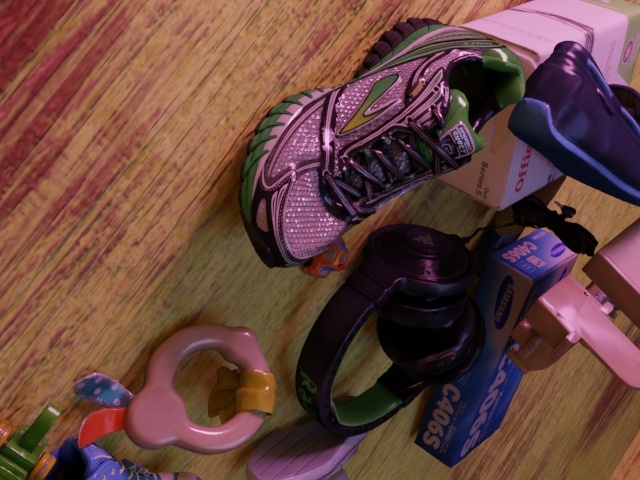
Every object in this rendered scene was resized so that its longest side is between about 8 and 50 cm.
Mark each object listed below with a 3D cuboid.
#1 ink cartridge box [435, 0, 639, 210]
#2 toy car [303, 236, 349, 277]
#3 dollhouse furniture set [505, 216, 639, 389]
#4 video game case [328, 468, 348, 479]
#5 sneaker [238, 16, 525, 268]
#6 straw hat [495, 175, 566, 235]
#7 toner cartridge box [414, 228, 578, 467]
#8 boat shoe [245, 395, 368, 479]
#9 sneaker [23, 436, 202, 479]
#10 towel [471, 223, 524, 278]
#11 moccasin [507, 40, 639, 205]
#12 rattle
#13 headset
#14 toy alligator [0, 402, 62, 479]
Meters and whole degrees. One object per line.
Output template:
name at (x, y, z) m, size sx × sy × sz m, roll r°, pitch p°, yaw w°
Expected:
ink cartridge box at (0.267, -0.179, 1.185) m, size 0.273 × 0.114 × 0.198 m, roll -26°, pitch 134°, yaw -42°
toy car at (0.000, 0.000, 1.028) m, size 0.060 × 0.040 × 0.122 m, roll -51°, pitch 147°, yaw -13°
dollhouse furniture set at (0.364, 0.147, 1.272) m, size 0.303 × 0.174 × 0.355 m, roll -32°, pitch 161°, yaw -29°
video game case at (-0.046, 0.502, 1.375) m, size 0.300 × 0.036 × 0.329 m, roll -44°, pitch 144°, yaw -24°
sneaker at (0.060, -0.099, 0.918) m, size 0.343 × 0.146 × 0.134 m, roll -45°, pitch 130°, yaw -24°
straw hat at (0.260, -0.082, 1.300) m, size 0.061 × 0.144 × 0.144 m, roll 35°, pitch 84°, yaw -16°
toner cartridge box at (0.261, 0.162, 1.458) m, size 0.165 × 0.075 × 0.348 m, roll -24°, pitch 138°, yaw -50°
boat shoe at (-0.007, 0.268, 1.194) m, size 0.226 × 0.083 × 0.076 m, roll -19°, pitch 129°, yaw -48°
sneaker at (-0.189, 0.240, 0.913) m, size 0.240 × 0.091 × 0.126 m, roll -12°, pitch 124°, yaw -49°
towel at (0.256, -0.001, 1.394) m, size 0.119 × 0.029 × 0.067 m, roll -55°, pitch 151°, yaw -9°
moccasin at (0.330, -0.118, 1.085) m, size 0.342 × 0.137 × 0.117 m, roll 20°, pitch 94°, yaw -58°
rattle at (-0.154, 0.156, 0.951) m, size 0.199 × 0.142 × 0.130 m, roll -21°, pitch 100°, yaw -26°
headset at (0.146, 0.085, 1.163) m, size 0.394 × 0.185 × 0.243 m, roll -43°, pitch 145°, yaw -19°
toy alligator at (-0.277, 0.214, 0.811) m, size 0.190 × 0.056 × 0.051 m, roll -55°, pitch -172°, yaw -8°
